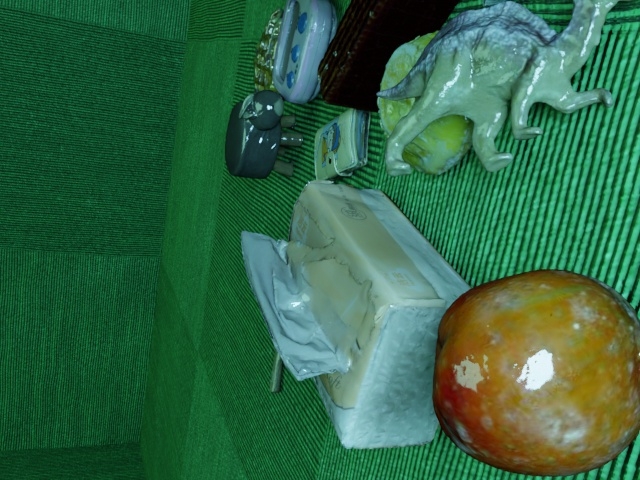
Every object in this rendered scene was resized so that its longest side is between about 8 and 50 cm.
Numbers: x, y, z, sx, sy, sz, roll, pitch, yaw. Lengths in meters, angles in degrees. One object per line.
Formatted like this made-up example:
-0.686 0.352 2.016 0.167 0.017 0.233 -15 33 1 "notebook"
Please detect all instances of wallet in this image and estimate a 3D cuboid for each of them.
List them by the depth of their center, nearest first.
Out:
0.032 -0.160 1.032 0.155 0.039 0.111 165 109 -67 "wallet"

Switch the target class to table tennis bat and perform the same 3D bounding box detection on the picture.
-0.081 0.197 1.262 0.131 0.022 0.235 -169 86 -66 "table tennis bat"

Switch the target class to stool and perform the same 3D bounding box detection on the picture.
-0.114 -0.208 1.254 0.228 0.139 0.154 166 106 -67 "stool"

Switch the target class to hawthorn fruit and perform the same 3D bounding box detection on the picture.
0.169 0.107 0.492 0.173 0.172 0.173 -176 90 -67 "hawthorn fruit"

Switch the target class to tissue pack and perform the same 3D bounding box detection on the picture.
0.023 0.079 0.776 0.306 0.238 0.239 -121 41 -54 "tissue pack"

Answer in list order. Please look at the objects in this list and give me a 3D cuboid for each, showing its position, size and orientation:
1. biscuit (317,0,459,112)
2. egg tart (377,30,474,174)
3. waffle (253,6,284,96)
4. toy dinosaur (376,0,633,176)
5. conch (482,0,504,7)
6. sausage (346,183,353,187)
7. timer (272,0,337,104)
0.113 -0.318 0.780 0.388 0.107 0.073 126 141 -51 "biscuit"
0.129 -0.173 0.759 0.197 0.078 0.197 -177 90 -69 "egg tart"
-0.115 -0.410 1.404 0.223 0.054 0.204 138 132 -60 "waffle"
0.170 -0.159 0.598 0.294 0.077 0.162 -13 71 33 "toy dinosaur"
0.195 -0.289 0.652 0.085 0.056 0.076 -63 -24 -58 "conch"
0.000 0.000 1.038 0.264 0.083 0.083 120 146 -43 "sausage"
-0.034 -0.379 1.189 0.191 0.069 0.209 -121 40 -54 "timer"
